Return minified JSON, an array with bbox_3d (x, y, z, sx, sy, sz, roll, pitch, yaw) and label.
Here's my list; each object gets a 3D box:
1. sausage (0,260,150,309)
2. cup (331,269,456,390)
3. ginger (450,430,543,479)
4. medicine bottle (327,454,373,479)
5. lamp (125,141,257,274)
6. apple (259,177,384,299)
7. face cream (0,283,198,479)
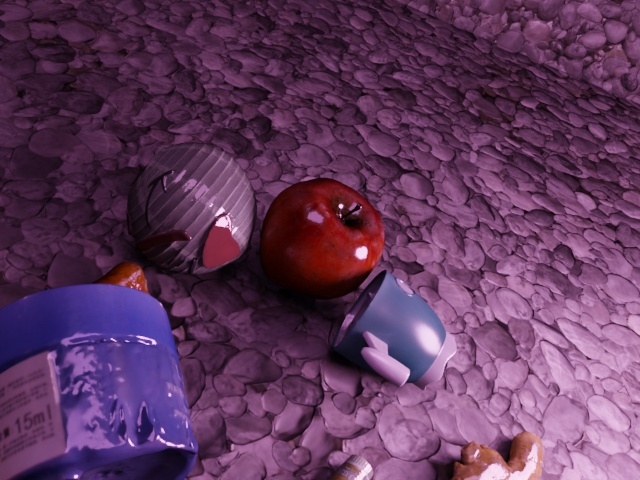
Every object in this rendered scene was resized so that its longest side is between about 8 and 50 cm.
[{"bbox_3d":[-0.393,0.114,0.945,0.302,0.076,0.103,-24,52,-39],"label":"sausage"},{"bbox_3d":[0.135,0.164,1.057,0.173,0.168,0.300,33,18,-1],"label":"cup"},{"bbox_3d":[0.289,0.364,0.992,0.133,0.059,0.214,41,48,12],"label":"ginger"},{"bbox_3d":[0.036,0.358,0.903,0.047,0.047,0.083,39,46,17],"label":"medicine bottle"},{"bbox_3d":[-0.215,-0.050,1.063,0.233,0.265,0.233,1,88,-19],"label":"lamp"},{"bbox_3d":[0.002,0.001,1.115,0.233,0.234,0.234,12,44,-12],"label":"apple"},{"bbox_3d":[-0.293,0.212,0.769,0.248,0.249,0.225,-4,55,-26],"label":"face cream"}]
